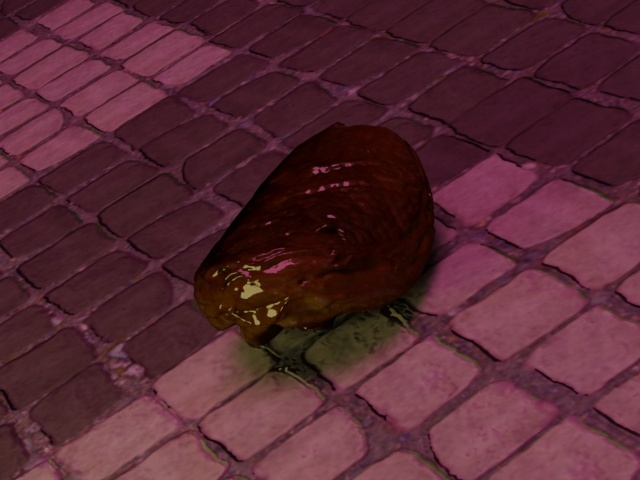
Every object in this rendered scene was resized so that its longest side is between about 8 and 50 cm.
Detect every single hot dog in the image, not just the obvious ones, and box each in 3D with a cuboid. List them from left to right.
[{"bbox_3d":[-0.003,-0.002,1.240,0.160,0.099,0.227,-9,30,31],"label":"hot dog"}]
